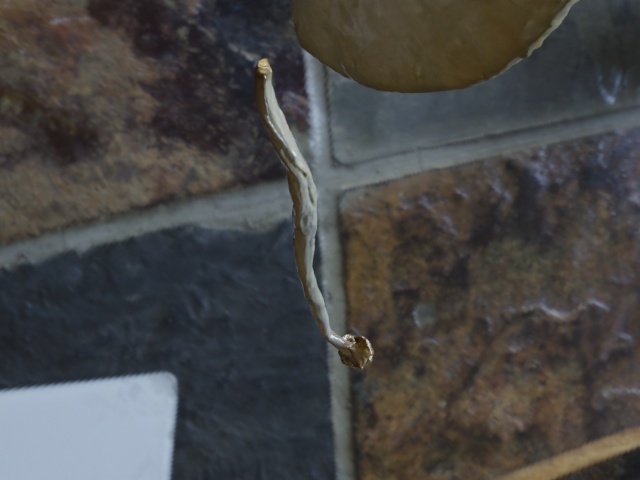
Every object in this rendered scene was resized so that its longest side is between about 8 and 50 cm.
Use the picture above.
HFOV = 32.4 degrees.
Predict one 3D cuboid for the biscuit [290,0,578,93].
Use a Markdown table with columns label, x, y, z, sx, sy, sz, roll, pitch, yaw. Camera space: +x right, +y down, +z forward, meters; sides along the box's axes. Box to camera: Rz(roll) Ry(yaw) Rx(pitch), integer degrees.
| label | x | y | z | sx | sy | sz | roll | pitch | yaw |
| --- | --- | --- | --- | --- | --- | --- | --- | --- | --- |
| biscuit | 0.046 | -0.167 | 0.528 | 0.188 | 0.265 | 0.040 | 48 | 54 | 7 |

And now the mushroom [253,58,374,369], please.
| label | x | y | z | sx | sy | sz | roll | pitch | yaw |
| --- | --- | --- | --- | --- | --- | --- | --- | --- | --- |
| mushroom | -0.006 | 0.002 | 0.583 | 0.028 | 0.026 | 0.286 | -16 | 145 | 3 |
